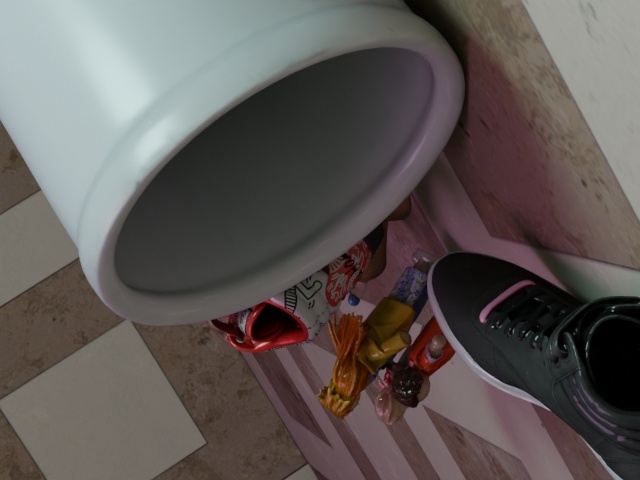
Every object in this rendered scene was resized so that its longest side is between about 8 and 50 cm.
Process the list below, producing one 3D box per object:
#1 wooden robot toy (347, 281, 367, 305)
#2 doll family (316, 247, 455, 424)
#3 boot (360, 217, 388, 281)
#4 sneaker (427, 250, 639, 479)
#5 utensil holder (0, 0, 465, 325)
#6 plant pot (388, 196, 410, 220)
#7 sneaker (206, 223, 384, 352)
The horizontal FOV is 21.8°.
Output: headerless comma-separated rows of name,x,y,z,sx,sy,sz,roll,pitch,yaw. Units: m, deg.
wooden robot toy,0.000,0.000,1.675,0.173,0.079,0.076,-103,21,-57
doll family,0.064,0.101,1.624,0.118,0.163,0.263,34,168,4
boot,-0.033,-0.109,1.587,0.295,0.104,0.211,41,153,36
sneaker,0.186,0.068,1.254,0.296,0.104,0.147,43,161,34
utensil holder,-0.126,-0.178,1.330,0.385,0.327,0.327,54,169,24
plant pot,0.010,-0.114,1.684,0.236,0.032,0.236,54,170,14
sneaker,-0.086,0.017,1.499,0.270,0.145,0.090,9,145,35
